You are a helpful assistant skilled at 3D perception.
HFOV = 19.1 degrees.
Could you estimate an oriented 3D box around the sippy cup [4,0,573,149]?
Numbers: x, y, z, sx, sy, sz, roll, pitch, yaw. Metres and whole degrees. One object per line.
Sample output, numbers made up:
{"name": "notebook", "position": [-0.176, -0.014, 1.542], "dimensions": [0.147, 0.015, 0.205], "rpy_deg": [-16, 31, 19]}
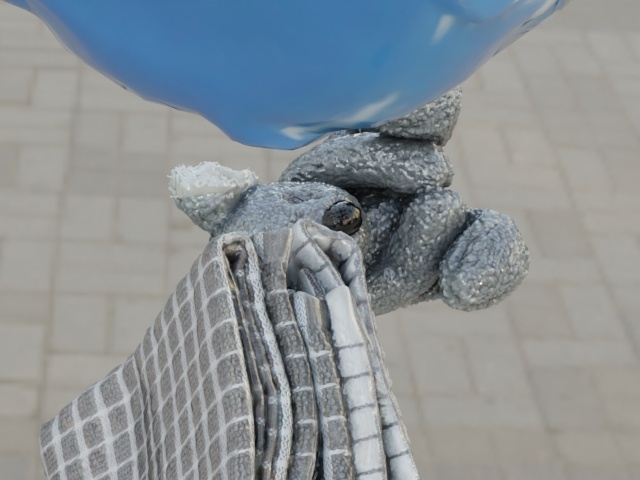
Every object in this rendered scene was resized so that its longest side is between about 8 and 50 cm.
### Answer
{"name": "sippy cup", "position": [0.019, -0.146, 0.392], "dimensions": [0.305, 0.240, 0.224], "rpy_deg": [2, 40, 46]}

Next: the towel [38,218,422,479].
{"name": "towel", "position": [-0.043, 0.157, 0.951], "dimensions": [0.121, 0.235, 0.284], "rpy_deg": [3, 56, -26]}

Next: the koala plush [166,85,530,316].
{"name": "koala plush", "position": [0.000, 0.000, 1.429], "dimensions": [0.221, 0.196, 0.203], "rpy_deg": [-24, 0, -40]}
